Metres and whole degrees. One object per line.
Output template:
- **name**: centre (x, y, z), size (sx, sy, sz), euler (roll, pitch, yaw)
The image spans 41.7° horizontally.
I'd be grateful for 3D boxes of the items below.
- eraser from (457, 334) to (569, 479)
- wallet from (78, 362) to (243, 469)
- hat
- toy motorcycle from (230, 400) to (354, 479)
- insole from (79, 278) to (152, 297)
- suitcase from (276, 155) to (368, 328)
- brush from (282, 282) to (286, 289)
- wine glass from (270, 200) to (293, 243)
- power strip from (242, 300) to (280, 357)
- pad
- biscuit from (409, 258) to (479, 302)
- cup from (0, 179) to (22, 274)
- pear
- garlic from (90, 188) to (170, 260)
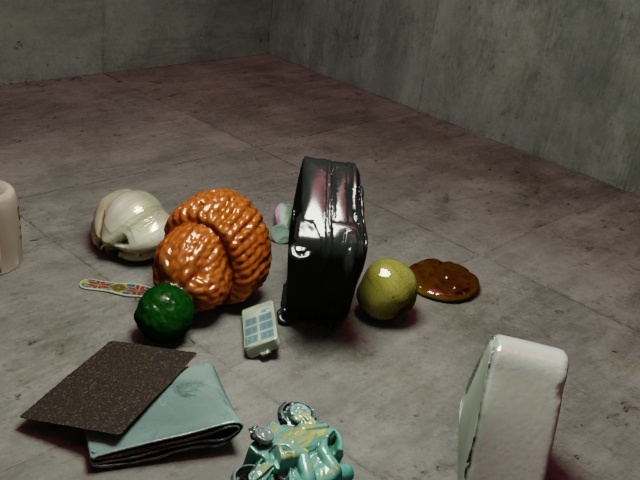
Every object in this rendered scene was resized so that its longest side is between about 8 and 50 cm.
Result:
- **eraser**: centre (0.357, 0.325, 1.587), size (0.149, 0.331, 0.331), euler (11, 26, 5)
- **wallet**: centre (-0.320, 0.335, 1.656), size (0.290, 0.054, 0.251), euler (-8, 24, -17)
- **hat**: centre (-0.318, 0.065, 2.006), size (0.285, 0.285, 0.400), euler (25, 42, 30)
- **toy motorcycle**: centre (-0.043, 0.411, 1.544), size (0.198, 0.109, 0.296), euler (28, 29, 15)
- **insole**: centre (-0.503, 0.118, 2.091), size (0.193, 0.006, 0.065), euler (9, 26, 0)
- **suitcase**: centre (0.000, 0.000, 2.028), size (0.188, 0.345, 0.339), euler (4, 54, -5)
- **brush**: centre (-0.019, 0.057, 2.302), size (0.070, 0.065, 0.327), euler (13, 25, 15)
- **wine glass**: centre (-0.109, -0.055, 2.485), size (0.073, 0.073, 0.155), euler (8, 25, 0)
- **power strip**: centre (-0.139, 0.204, 1.964), size (0.081, 0.035, 0.192), euler (-21, 27, 3)
- **pad**: centre (-0.415, 0.288, 1.694), size (0.220, 0.004, 0.330), euler (6, 21, 18)
- **biscuit**: centre (0.337, 0.108, 2.330), size (0.212, 0.036, 0.212), euler (6, 26, -3)
- **cup**: centre (-0.827, -0.025, 2.064), size (0.191, 0.201, 0.253), euler (-7, 30, -29)
- **pear**: centre (0.169, 0.124, 2.105), size (0.167, 0.167, 0.136), euler (-22, 66, -46)
- **garlic**: centre (-0.515, -0.048, 2.232), size (0.281, 0.185, 0.203), euler (29, 52, 33)
